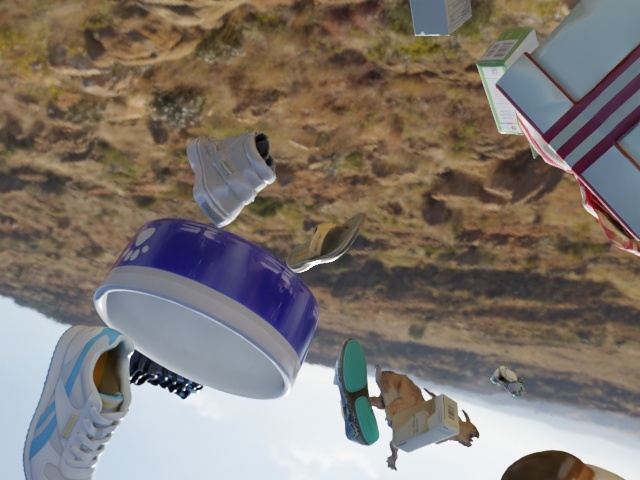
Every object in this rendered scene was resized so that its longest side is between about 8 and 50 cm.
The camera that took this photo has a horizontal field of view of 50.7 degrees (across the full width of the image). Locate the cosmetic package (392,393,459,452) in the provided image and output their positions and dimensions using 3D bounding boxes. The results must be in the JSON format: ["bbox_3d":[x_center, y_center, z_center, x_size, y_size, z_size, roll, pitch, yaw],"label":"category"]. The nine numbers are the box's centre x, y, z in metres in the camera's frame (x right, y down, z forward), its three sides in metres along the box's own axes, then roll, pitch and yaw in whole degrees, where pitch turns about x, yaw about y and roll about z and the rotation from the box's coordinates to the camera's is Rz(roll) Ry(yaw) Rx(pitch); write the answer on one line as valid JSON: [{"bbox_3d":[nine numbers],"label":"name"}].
[{"bbox_3d":[0.175,0.308,1.133,0.041,0.060,0.115,35,128,-26],"label":"cosmetic package"}]

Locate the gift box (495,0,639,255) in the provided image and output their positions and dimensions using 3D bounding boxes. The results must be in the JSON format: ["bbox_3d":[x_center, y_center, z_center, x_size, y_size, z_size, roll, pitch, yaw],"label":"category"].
[{"bbox_3d":[0.378,-0.133,0.720,0.276,0.258,0.255,8,-136,-49],"label":"gift box"}]

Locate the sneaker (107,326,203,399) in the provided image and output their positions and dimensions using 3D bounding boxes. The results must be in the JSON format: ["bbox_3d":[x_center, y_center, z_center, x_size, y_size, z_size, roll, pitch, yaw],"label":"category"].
[{"bbox_3d":[-0.251,0.194,1.114,0.341,0.140,0.125,-8,160,-42],"label":"sneaker"}]

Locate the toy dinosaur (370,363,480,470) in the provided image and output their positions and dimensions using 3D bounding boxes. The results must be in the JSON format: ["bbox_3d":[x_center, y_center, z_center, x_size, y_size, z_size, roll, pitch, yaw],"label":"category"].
[{"bbox_3d":[0.196,0.360,1.468,0.127,0.200,0.296,-22,105,51],"label":"toy dinosaur"}]

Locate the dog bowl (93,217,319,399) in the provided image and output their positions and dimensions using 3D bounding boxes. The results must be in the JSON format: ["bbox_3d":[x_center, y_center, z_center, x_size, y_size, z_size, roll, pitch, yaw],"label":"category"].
[{"bbox_3d":[-0.138,0.092,0.846,0.265,0.104,0.265,18,150,11],"label":"dog bowl"}]

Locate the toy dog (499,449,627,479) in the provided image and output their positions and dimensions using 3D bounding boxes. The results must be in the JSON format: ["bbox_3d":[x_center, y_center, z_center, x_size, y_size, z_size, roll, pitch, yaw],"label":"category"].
[{"bbox_3d":[0.367,0.400,0.729,0.395,0.284,0.408,-25,-146,-38],"label":"toy dog"}]

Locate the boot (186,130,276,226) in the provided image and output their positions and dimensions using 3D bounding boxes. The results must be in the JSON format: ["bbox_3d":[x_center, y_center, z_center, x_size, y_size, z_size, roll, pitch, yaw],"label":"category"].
[{"bbox_3d":[-0.127,-0.119,1.024,0.095,0.123,0.258,50,-172,-31],"label":"boot"}]

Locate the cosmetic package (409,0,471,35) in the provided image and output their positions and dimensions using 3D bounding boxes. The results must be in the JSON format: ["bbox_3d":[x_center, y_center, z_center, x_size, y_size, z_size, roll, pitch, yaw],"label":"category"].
[{"bbox_3d":[0.312,-0.727,1.812,0.113,0.160,0.309,12,131,34],"label":"cosmetic package"}]

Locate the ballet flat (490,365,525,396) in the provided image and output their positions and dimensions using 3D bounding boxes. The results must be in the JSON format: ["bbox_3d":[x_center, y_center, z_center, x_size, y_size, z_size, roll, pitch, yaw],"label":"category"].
[{"bbox_3d":[0.351,0.257,1.272,0.041,0.041,0.114,25,-179,-12],"label":"ballet flat"}]

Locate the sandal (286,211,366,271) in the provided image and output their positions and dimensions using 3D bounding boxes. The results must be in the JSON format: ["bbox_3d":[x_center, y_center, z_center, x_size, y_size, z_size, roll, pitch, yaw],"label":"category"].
[{"bbox_3d":[0.000,0.000,1.096,0.180,0.072,0.049,-25,122,40],"label":"sandal"}]

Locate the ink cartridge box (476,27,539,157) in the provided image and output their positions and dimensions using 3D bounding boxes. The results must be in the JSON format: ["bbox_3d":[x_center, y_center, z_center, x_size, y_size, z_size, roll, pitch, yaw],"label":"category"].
[{"bbox_3d":[0.364,-0.266,1.231,0.062,0.109,0.209,13,143,46],"label":"ink cartridge box"}]

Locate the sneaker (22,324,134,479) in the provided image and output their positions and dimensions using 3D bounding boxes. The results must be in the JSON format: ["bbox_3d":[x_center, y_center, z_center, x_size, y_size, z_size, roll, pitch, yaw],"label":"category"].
[{"bbox_3d":[-0.285,0.216,0.809,0.092,0.229,0.087,-1,166,33],"label":"sneaker"}]

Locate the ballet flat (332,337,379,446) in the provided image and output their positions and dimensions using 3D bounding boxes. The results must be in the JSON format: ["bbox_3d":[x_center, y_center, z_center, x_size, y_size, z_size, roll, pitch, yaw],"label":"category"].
[{"bbox_3d":[0.051,0.266,1.181,0.070,0.188,0.070,-10,173,-1],"label":"ballet flat"}]
